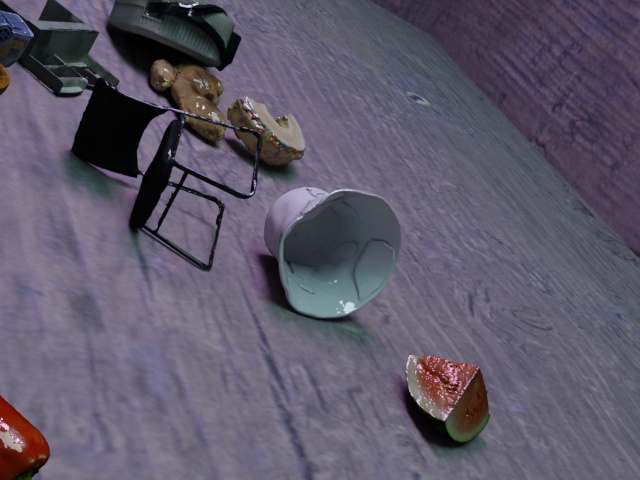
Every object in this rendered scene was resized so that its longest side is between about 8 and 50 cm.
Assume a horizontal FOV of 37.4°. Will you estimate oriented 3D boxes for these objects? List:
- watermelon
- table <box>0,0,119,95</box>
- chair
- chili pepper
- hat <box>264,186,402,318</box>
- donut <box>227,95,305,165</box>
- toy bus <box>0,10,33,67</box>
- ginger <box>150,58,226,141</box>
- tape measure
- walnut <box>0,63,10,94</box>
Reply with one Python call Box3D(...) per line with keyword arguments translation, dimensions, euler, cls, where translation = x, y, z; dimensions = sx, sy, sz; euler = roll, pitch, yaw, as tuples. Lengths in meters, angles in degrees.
Box3D(translation=(0.183, 0.201, 1.243), dimensions=(0.135, 0.094, 0.125), euler=(27, 18, -33), cls="watermelon")
Box3D(translation=(-0.392, -0.292, 1.395), dimensions=(0.175, 0.062, 0.146), euler=(38, 22, 10), cls="table")
Box3D(translation=(-0.203, -0.090, 1.183), dimensions=(0.221, 0.140, 0.145), euler=(23, 35, -15), cls="chair")
Box3D(translation=(-0.283, 0.130, 0.726), dimensions=(0.272, 0.063, 0.071), euler=(38, 9, 9), cls="chili pepper")
Box3D(translation=(0.000, 0.000, 1.298), dimensions=(0.203, 0.203, 0.126), euler=(19, 9, -38), cls="hat")
Box3D(translation=(-0.084, -0.174, 1.601), dimensions=(0.166, 0.065, 0.108), euler=(17, 42, -58), cls="donut")
Box3D(translation=(-0.469, -0.272, 1.215), dimensions=(0.064, 0.075, 0.190), euler=(48, 25, 28), cls="toy bus")
Box3D(translation=(-0.204, -0.242, 1.580), dimensions=(0.133, 0.059, 0.214), euler=(-2, 42, -51), cls="ginger")
Box3D(translation=(-0.230, -0.377, 1.660), dimensions=(0.235, 0.115, 0.207), euler=(20, 0, -36), cls="tape measure")
Box3D(translation=(-0.432, -0.194, 1.148), dimensions=(0.091, 0.052, 0.121), euler=(33, 20, -7), cls="walnut")
